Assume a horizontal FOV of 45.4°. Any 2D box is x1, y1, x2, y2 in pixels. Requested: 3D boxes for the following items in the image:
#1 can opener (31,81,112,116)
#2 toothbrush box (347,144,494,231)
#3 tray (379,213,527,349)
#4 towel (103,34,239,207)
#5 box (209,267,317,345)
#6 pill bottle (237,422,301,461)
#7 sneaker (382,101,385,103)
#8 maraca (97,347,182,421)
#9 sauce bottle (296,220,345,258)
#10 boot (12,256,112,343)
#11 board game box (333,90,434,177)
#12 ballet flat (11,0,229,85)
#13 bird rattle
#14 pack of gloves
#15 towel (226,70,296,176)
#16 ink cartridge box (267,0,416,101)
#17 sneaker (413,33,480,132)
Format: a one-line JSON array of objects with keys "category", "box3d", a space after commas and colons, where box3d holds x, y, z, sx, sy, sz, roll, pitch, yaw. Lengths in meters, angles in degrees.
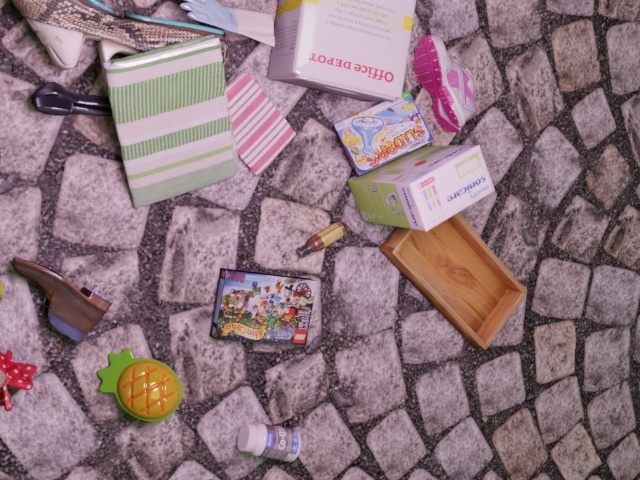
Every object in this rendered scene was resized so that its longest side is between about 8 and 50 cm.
[{"category": "can opener", "box3d": [-0.483, -0.272, 1.532, 0.186, 0.059, 0.073, 1, 69, -37]}, {"category": "toothbrush box", "box3d": [0.228, -0.129, 1.787, 0.206, 0.283, 0.122, -29, 109, -20]}, {"category": "tray", "box3d": [0.353, 0.081, 1.998, 0.411, 0.076, 0.203, 45, 75, -25]}, {"category": "towel", "box3d": [-0.298, -0.241, 1.570, 0.248, 0.038, 0.325, -20, 131, -20]}, {"category": "box", "box3d": [-0.131, 0.156, 1.772, 0.233, 0.044, 0.159, 8, 93, -28]}, {"category": "pill bottle", "box3d": [-0.121, 0.473, 1.799, 0.137, 0.078, 0.078, 18, 88, -28]}, {"category": "sneaker", "box3d": [0.176, -0.309, 1.875, 0.058, 0.052, 0.135, -27, 101, -12]}, {"category": "maraca", "box3d": [-0.385, 0.309, 1.636, 0.186, 0.099, 0.127, 31, 75, -1]}, {"category": "sauce bottle", "box3d": [0.000, 0.000, 1.823, 0.128, 0.042, 0.042, -29, 109, -19]}, {"category": "boot", "box3d": [-0.537, 0.121, 1.537, 0.219, 0.082, 0.106, 34, 78, -28]}, {"category": "board game box", "box3d": [0.149, -0.252, 1.816, 0.201, 0.035, 0.136, -26, 85, -7]}, {"category": "ballet flat", "box3d": [-0.413, -0.395, 1.502, 0.483, 0.164, 0.182, 13, 100, -32]}, {"category": "bird rattle", "box3d": [-0.644, 0.213, 1.437, 0.143, 0.207, 0.253, -17, 95, -6]}, {"category": "pack of gloves", "box3d": [-0.209, -0.518, 1.622, 0.232, 0.046, 0.195, 10, 65, -37]}, {"category": "towel", "box3d": [-0.159, -0.261, 1.717, 0.144, 0.029, 0.197, -47, 117, -15]}, {"category": "ink cartridge box", "box3d": [0.056, -0.525, 1.716, 0.279, 0.160, 0.384, 7, 93, -27]}, {"category": "sneaker", "box3d": [0.320, -0.403, 1.911, 0.111, 0.103, 0.252, -36, 118, -23]}]
